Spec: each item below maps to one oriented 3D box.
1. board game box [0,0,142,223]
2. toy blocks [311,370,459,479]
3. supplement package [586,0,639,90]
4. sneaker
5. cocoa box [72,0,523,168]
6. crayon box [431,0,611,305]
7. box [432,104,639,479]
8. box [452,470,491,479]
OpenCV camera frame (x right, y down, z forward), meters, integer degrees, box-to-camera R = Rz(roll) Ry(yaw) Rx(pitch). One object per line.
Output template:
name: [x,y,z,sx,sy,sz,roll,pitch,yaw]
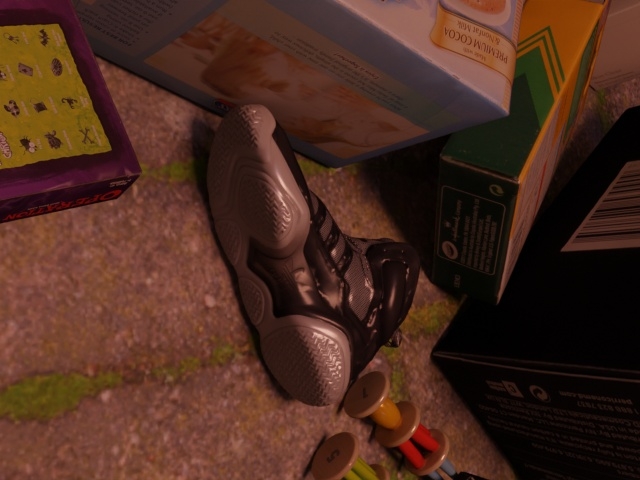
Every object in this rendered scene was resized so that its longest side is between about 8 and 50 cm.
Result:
board game box: [-0.262,-0.167,0.445,0.208,0.056,0.347,-16,79,-46]
toy blocks: [0.072,0.218,0.738,0.148,0.054,0.123,47,56,-24]
supplement package: [0.451,-0.351,1.018,0.145,0.261,0.204,27,66,-33]
sneaker: [0.000,0.000,0.694,0.153,0.101,0.269,-25,103,-40]
cocoa box: [-0.028,-0.238,0.625,0.347,0.231,0.228,22,69,-34]
crayon box: [0.218,-0.118,0.834,0.323,0.083,0.203,-57,157,-31]
box: [0.466,0.141,0.884,0.480,0.297,0.472,-45,109,-26]
box: [0.119,0.353,0.734,0.184,0.045,0.191,-34,117,-40]
